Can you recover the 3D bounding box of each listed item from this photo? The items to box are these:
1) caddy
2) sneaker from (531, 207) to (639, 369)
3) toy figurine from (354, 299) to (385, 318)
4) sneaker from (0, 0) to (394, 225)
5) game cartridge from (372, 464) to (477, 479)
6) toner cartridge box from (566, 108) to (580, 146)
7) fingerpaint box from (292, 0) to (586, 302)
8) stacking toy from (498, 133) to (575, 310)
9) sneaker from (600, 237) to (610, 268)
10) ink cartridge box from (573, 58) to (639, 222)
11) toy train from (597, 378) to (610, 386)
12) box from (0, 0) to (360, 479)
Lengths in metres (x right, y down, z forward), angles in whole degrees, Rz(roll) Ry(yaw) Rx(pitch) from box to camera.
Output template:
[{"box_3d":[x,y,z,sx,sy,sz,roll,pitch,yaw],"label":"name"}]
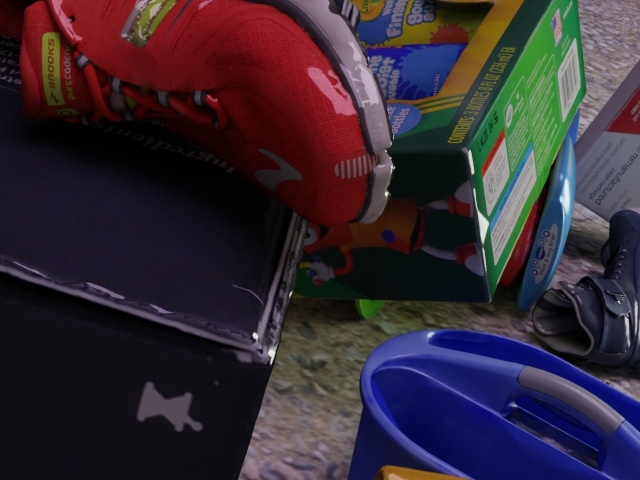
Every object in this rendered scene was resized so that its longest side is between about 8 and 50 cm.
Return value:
[{"box_3d":[0.181,0.193,1.306,0.341,0.179,0.241,28,28,23],"label":"caddy"},{"box_3d":[0.302,0.043,1.719,0.163,0.086,0.226,7,45,-16],"label":"sneaker"},{"box_3d":[0.000,0.000,1.677,0.159,0.130,0.173,15,3,19],"label":"toy figurine"},{"box_3d":[-0.077,-0.076,0.737,0.118,0.107,0.279,-26,44,-30],"label":"sneaker"},{"box_3d":[0.184,0.309,1.076,0.324,0.052,0.285,10,59,-9],"label":"game cartridge"},{"box_3d":[0.233,-0.099,2.006,0.165,0.075,0.348,16,27,3],"label":"toner cartridge box"},{"box_3d":[0.035,-0.122,1.586,0.371,0.163,0.445,1,30,22],"label":"fingerpaint box"},{"box_3d":[0.123,-0.053,1.757,0.302,0.175,0.166,16,25,4],"label":"stacking toy"},{"box_3d":[0.425,0.055,1.810,0.224,0.083,0.098,19,32,5],"label":"sneaker"},{"box_3d":[0.450,-0.076,1.869,0.273,0.197,0.114,33,28,-4],"label":"ink cartridge box"},{"box_3d":[0.269,0.178,1.548,0.036,0.027,0.158,21,27,3],"label":"toy train"},{"box_3d":[-0.190,0.103,0.938,0.297,0.479,0.471,16,26,-3],"label":"box"}]
